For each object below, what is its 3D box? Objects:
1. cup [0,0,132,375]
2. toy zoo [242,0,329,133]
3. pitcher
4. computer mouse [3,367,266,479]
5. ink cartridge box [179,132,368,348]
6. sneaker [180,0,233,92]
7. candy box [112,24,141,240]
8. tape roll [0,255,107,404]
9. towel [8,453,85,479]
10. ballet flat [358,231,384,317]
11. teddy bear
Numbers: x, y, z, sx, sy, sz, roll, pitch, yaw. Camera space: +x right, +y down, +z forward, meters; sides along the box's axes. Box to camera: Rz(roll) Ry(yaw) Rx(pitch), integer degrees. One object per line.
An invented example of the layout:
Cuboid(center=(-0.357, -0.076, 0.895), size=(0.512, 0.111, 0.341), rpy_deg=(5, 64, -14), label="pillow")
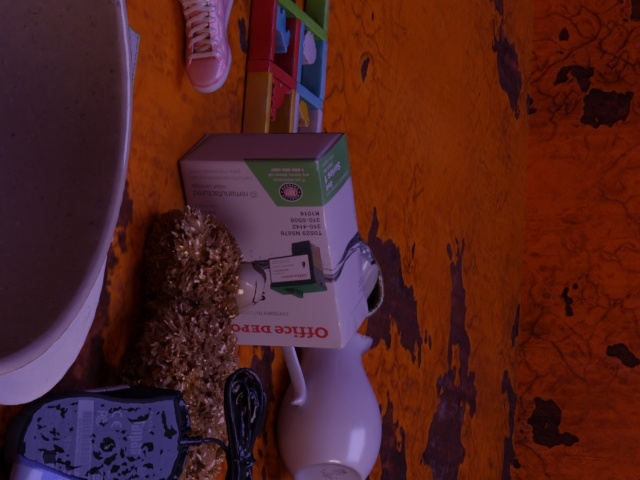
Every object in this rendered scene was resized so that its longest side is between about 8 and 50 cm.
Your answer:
Cuboid(center=(-0.282, -0.094, 0.877), size=(0.331, 0.237, 0.331), rpy_deg=(1, 90, -71), label="cup")
Cuboid(center=(-0.040, -0.188, 1.884), size=(0.192, 0.030, 0.293), rpy_deg=(29, 63, -68), label="toy zoo")
Cuboid(center=(-0.004, 0.185, 1.893), size=(0.178, 0.125, 0.207), rpy_deg=(39, 40, -40), label="pitcher")
Cuboid(center=(-0.166, 0.211, 1.379), size=(0.262, 0.060, 0.184), rpy_deg=(-4, 97, -38), label="computer mouse")
Cuboid(center=(-0.046, 0.001, 1.673), size=(0.092, 0.160, 0.219), rpy_deg=(-51, 137, -59), label="ink cartridge box")
Cuboid(center=(-0.124, -0.223, 1.617), size=(0.070, 0.051, 0.134), rpy_deg=(48, 42, -60), label="sneaker")
Cuboid(center=(-0.205, -0.110, 1.416), size=(0.105, 0.027, 0.206), rpy_deg=(45, 49, -67), label="candy box")
Cuboid(center=(-0.261, -0.022, 1.149), size=(0.286, 0.100, 0.286), rpy_deg=(1, 90, -71), label="tape roll")
Cuboid(center=(-0.203, 0.339, 1.273), size=(0.209, 0.034, 0.285), rpy_deg=(28, 65, -35), label="towel")
Cuboid(center=(0.000, 0.000, 1.849), size=(0.348, 0.123, 0.123), rpy_deg=(57, 38, -59), label="ballet flat")
Cuboid(center=(-0.122, 0.138, 1.536), size=(0.245, 0.113, 0.338), rpy_deg=(67, 30, -53), label="teddy bear")
